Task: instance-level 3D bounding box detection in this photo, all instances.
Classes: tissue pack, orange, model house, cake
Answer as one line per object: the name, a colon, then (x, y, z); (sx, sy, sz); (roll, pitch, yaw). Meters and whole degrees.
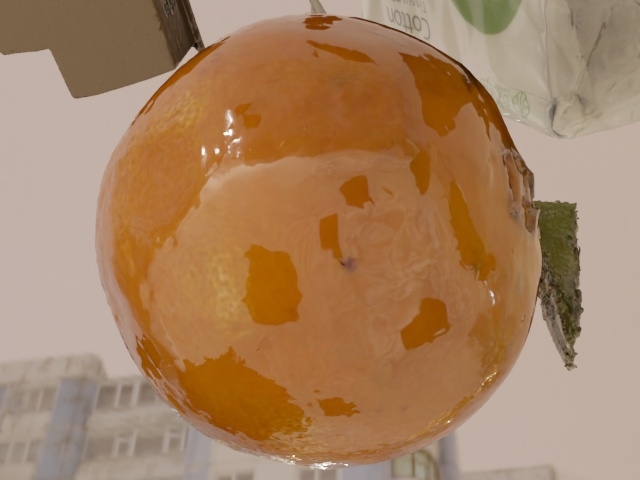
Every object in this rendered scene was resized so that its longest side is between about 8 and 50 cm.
tissue pack: (0.229, -0.242, 1.277); (0.266, 0.356, 0.194); (-16, -64, -22)
orange: (0.000, 0.000, 0.869); (0.312, 0.312, 0.312); (1, -51, 1)
model house: (-0.194, -0.258, 1.188); (0.176, 0.248, 0.181); (-10, -64, 18)
cake: (0.185, 0.031, 0.964); (0.055, 0.140, 0.051); (-8, -41, -7)

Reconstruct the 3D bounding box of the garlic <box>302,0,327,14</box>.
garlic: (-0.009, -0.219, 1.585); (0.148, 0.128, 0.266); (10, -28, -30)
